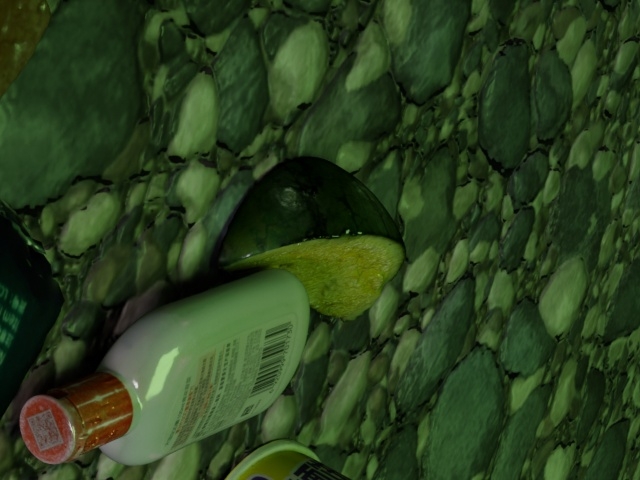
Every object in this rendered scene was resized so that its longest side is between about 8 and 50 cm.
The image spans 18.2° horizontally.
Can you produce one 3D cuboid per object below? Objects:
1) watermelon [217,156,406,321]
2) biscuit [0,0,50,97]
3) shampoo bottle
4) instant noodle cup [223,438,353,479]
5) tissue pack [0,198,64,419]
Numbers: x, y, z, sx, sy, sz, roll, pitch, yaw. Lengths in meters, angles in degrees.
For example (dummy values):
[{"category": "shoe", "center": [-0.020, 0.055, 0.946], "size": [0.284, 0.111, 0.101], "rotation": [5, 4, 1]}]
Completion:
[{"category": "watermelon", "center": [-0.001, -0.010, 1.316], "size": [0.092, 0.075, 0.181], "rotation": [-30, 156, 20]}, {"category": "biscuit", "center": [-0.198, -0.172, 0.865], "size": [0.278, 0.043, 0.301], "rotation": [-56, 148, -24]}, {"category": "shampoo bottle", "center": [-0.090, 0.083, 1.192], "size": [0.221, 0.051, 0.108], "rotation": [-19, 136, -53]}, {"category": "instant noodle cup", "center": [0.017, 0.262, 1.363], "size": [0.213, 0.174, 0.213], "rotation": [-38, 137, -46]}, {"category": "tissue pack", "center": [-0.293, -0.001, 0.585], "size": [0.264, 0.253, 0.416], "rotation": [-63, 151, -12]}]
